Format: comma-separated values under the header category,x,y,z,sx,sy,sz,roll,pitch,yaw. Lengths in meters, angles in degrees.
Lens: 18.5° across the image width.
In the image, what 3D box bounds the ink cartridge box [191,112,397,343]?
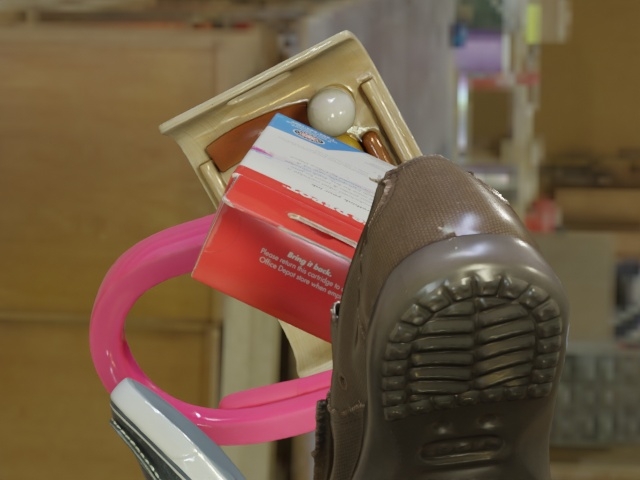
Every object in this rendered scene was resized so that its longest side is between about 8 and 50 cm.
category,x,y,z,sx,sy,sz,roll,pitch,yaw
ink cartridge box,0.000,0.000,1.275,0.231,0.134,0.078,-63,178,-72

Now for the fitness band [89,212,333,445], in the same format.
category,x,y,z,sx,sy,sz,roll,pitch,yaw
fitness band,-0.049,0.070,1.623,0.054,0.290,0.209,-84,154,-54

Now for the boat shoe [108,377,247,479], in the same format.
category,x,y,z,sx,sy,sz,roll,pitch,yaw
boat shoe,-0.067,0.163,1.048,0.083,0.183,0.065,-44,173,2

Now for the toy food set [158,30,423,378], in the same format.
category,x,y,z,sx,sy,sz,roll,pitch,yaw
toy food set,0.004,-0.033,1.995,0.306,0.219,0.092,62,12,-9

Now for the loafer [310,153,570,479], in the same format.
category,x,y,z,sx,sy,sz,roll,pitch,yaw
loafer,0.065,0.090,1.111,0.366,0.133,0.130,102,-17,-49
